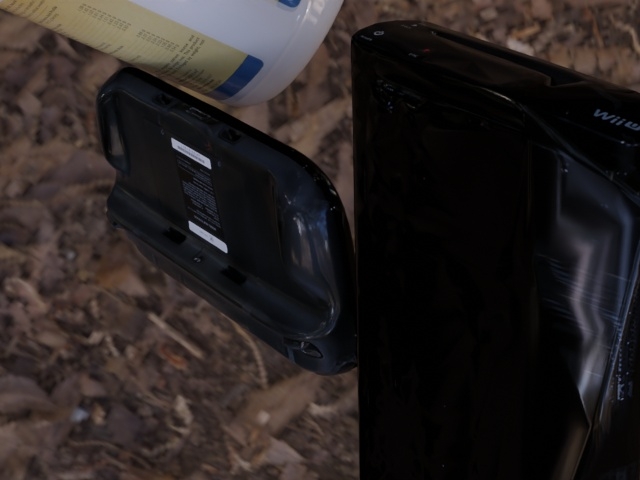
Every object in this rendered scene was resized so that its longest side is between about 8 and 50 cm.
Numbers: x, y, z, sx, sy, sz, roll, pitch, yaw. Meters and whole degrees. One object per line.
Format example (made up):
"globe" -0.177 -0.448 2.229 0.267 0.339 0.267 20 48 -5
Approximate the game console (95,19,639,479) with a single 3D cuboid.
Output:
"game console" 0.000 0.000 0.619 0.044 0.213 0.361 -17 29 -31

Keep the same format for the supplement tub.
"supplement tub" -0.092 -0.163 0.720 0.199 0.144 0.144 22 74 -23
